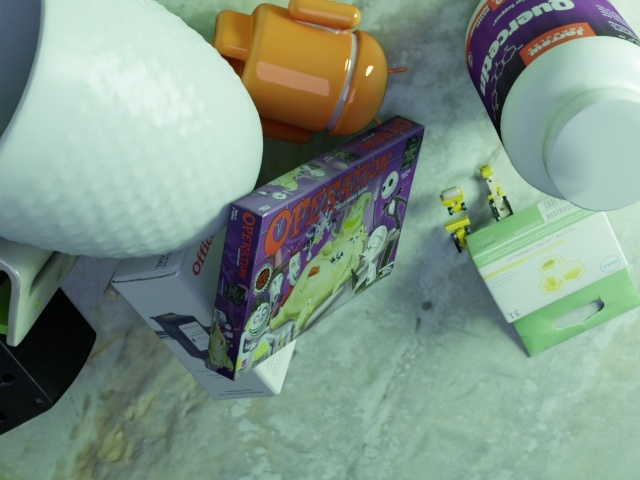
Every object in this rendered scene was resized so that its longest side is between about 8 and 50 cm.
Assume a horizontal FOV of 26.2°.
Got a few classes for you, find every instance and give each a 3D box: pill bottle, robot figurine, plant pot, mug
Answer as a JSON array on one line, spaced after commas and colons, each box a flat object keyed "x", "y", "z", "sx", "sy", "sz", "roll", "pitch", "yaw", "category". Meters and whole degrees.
[{"x": 0.267, "y": -0.161, "z": 1.473, "sx": 0.181, "sy": 0.323, "sz": 0.182, "roll": -3, "pitch": 119, "yaw": -5, "category": "pill bottle"}, {"x": -0.020, "y": -0.189, "z": 1.544, "sx": 0.219, "sy": 0.128, "sz": 0.158, "roll": 14, "pitch": 89, "yaw": -12, "category": "robot figurine"}, {"x": -0.402, "y": 0.139, "z": 1.668, "sx": 0.187, "sy": 0.167, "sz": 0.188, "roll": -27, "pitch": 119, "yaw": 10, "category": "plant pot"}, {"x": -0.244, "y": -0.156, "z": 1.402, "sx": 0.328, "sy": 0.374, "sz": 0.276, "roll": 20, "pitch": 126, "yaw": -45, "category": "mug"}]

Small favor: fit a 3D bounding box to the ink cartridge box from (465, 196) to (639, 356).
[{"x": 0.305, "y": 0.053, "z": 1.738, "sx": 0.171, "sy": 0.056, "sz": 0.235, "roll": -26, "pitch": 124, "yaw": 9, "category": "ink cartridge box"}]

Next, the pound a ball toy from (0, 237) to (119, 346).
[{"x": -0.298, "y": -0.018, "z": 1.530, "sx": 0.208, "sy": 0.319, "sz": 0.136, "roll": 14, "pitch": 119, "yaw": 5, "category": "pound a ball toy"}]

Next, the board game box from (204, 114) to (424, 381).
[{"x": 0.000, "y": 0.000, "z": 1.552, "sx": 0.056, "sy": 0.347, "sz": 0.208, "roll": 21, "pitch": 120, "yaw": 26, "category": "board game box"}]

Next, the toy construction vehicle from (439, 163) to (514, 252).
[{"x": 0.190, "y": -0.042, "z": 1.703, "sx": 0.086, "sy": 0.035, "sz": 0.098, "roll": -24, "pitch": 127, "yaw": 9, "category": "toy construction vehicle"}]

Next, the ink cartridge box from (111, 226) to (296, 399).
[{"x": -0.120, "y": 0.049, "z": 1.606, "sx": 0.100, "sy": 0.172, "sz": 0.237, "roll": -8, "pitch": 136, "yaw": 29, "category": "ink cartridge box"}]
